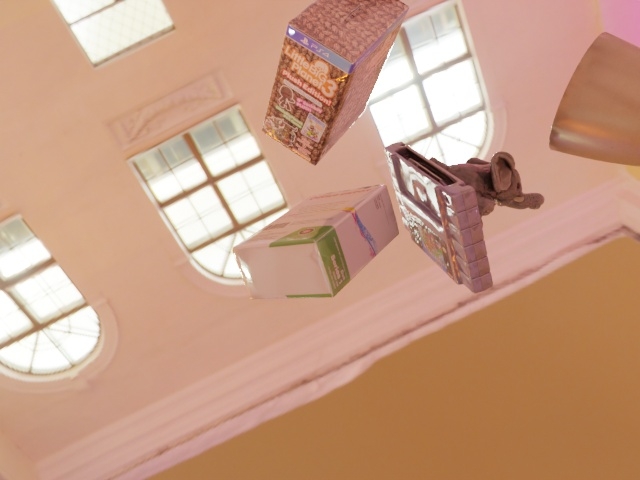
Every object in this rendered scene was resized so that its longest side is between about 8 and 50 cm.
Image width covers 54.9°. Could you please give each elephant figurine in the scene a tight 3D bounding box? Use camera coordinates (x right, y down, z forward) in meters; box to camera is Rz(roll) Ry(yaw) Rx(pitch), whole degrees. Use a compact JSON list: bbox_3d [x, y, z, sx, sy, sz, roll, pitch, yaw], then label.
[{"bbox_3d":[0.390,-0.132,1.426,0.240,0.185,0.169,-31,-131,-20],"label":"elephant figurine"}]

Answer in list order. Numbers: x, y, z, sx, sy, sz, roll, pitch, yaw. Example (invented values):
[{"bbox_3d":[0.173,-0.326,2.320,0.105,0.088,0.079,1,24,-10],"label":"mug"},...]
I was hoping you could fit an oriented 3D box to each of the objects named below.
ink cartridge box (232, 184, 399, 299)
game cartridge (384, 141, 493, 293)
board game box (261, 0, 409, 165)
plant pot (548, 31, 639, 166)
[{"bbox_3d":[0.000,0.000,1.204,0.202,0.117,0.278,-6,-159,37],"label":"ink cartridge box"},{"bbox_3d":[0.237,-0.056,1.297,0.068,0.230,0.355,-18,-154,-8],"label":"game cartridge"},{"bbox_3d":[0.023,-0.341,1.247,0.141,0.291,0.232,34,-124,6],"label":"board game box"},{"bbox_3d":[0.651,-0.253,1.238,0.274,0.256,0.256,29,-124,27],"label":"plant pot"}]
